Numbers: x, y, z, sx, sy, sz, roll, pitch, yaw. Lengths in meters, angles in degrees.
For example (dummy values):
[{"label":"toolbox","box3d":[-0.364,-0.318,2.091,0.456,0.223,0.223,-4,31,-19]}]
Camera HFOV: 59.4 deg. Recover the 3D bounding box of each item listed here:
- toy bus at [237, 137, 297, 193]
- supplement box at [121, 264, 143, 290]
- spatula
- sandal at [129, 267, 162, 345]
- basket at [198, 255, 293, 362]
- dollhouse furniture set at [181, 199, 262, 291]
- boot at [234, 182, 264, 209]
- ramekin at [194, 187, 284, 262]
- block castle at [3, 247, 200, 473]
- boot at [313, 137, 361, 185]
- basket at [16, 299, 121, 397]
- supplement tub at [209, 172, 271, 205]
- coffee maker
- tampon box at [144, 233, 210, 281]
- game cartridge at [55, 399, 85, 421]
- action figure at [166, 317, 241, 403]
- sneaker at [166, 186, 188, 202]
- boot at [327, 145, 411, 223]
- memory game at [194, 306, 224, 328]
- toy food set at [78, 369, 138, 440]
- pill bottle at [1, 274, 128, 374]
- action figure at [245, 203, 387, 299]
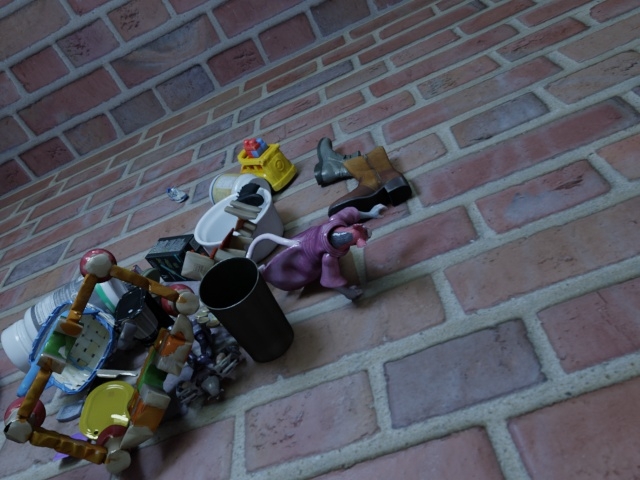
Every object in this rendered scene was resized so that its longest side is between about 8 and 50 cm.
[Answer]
[{"label":"toy bus","box3d":[-0.231,-0.290,2.073,0.220,0.211,0.149,5,47,44]},{"label":"supplement box","box3d":[-0.669,0.132,1.988,0.054,0.043,0.083,-24,32,10]},{"label":"spatula","box3d":[-0.634,0.464,1.521,0.084,0.030,0.297,-21,33,13]},{"label":"sandal","box3d":[-0.534,0.208,1.737,0.086,0.120,0.303,-2,38,0]},{"label":"basket","box3d":[-0.171,0.178,1.372,0.154,0.227,0.204,-36,34,-11]},{"label":"dollhouse furniture set","box3d":[-0.273,0.037,1.538,0.135,0.262,0.259,17,17,-2]},{"label":"boot","box3d":[-0.216,-0.144,1.767,0.121,0.045,0.099,-10,35,29]},{"label":"ramekin","box3d":[-0.252,-0.034,1.810,0.277,0.135,0.277,-21,34,15]},{"label":"block castle","box3d":[-0.492,0.272,1.304,0.213,0.302,0.454,-8,58,67]},{"label":"boot","box3d":[0.071,-0.287,1.975,0.161,0.083,0.247,-10,42,16]},{"label":"basket","box3d":[-0.683,0.288,1.535,0.255,0.201,0.289,-58,-7,5]},{"label":"supplement tub","box3d":[-0.288,-0.169,2.011,0.199,0.144,0.144,8,48,43]},{"label":"coffee maker","box3d":[-0.483,0.224,1.594,0.120,0.178,0.171,-13,38,23]},{"label":"tampon box","box3d":[-0.472,0.059,1.863,0.160,0.120,0.101,-5,41,33]},{"label":"game cartridge","box3d":[-0.697,0.477,1.566,0.083,0.017,0.056,-17,31,19]},{"label":"action figure","box3d":[-0.298,0.306,1.424,0.185,0.099,0.285,-29,36,-12]},{"label":"sneaker","box3d":[-0.616,-0.198,2.384,0.135,0.058,0.052,10,49,44]},{"label":"boot","box3d":[0.116,-0.186,1.739,0.264,0.096,0.280,-27,39,2]},{"label":"memory game","box3d":[-0.250,0.197,1.528,0.186,0.012,0.186,-3,16,1]},{"label":"toy food set","box3d":[-0.541,0.441,1.459,0.128,0.071,0.218,-2,37,-2]},{"label":"pill bottle","box3d":[-0.787,0.252,1.768,0.361,0.204,0.204,-34,33,-6]},{"label":"action figure","box3d":[0.000,0.000,1.420,0.370,0.275,0.248,-29,44,61]}]
